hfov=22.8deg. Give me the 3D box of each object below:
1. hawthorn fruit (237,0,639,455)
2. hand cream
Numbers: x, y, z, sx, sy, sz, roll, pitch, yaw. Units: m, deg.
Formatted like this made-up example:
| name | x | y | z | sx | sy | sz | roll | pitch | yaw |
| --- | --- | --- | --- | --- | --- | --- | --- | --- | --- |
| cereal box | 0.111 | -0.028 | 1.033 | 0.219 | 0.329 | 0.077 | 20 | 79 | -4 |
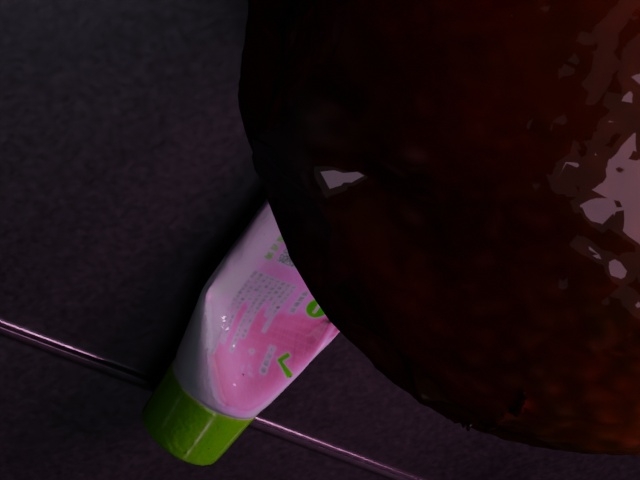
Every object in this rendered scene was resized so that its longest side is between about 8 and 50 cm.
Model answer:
| name | x | y | z | sx | sy | sz | roll | pitch | yaw |
| --- | --- | --- | --- | --- | --- | --- | --- | --- | --- |
| hawthorn fruit | 0.107 | -0.083 | 0.580 | 0.311 | 0.295 | 0.295 | -44 | 140 | -23 |
| hand cream | 0.000 | 0.001 | 0.783 | 0.079 | 0.050 | 0.275 | 2 | 131 | -53 |
